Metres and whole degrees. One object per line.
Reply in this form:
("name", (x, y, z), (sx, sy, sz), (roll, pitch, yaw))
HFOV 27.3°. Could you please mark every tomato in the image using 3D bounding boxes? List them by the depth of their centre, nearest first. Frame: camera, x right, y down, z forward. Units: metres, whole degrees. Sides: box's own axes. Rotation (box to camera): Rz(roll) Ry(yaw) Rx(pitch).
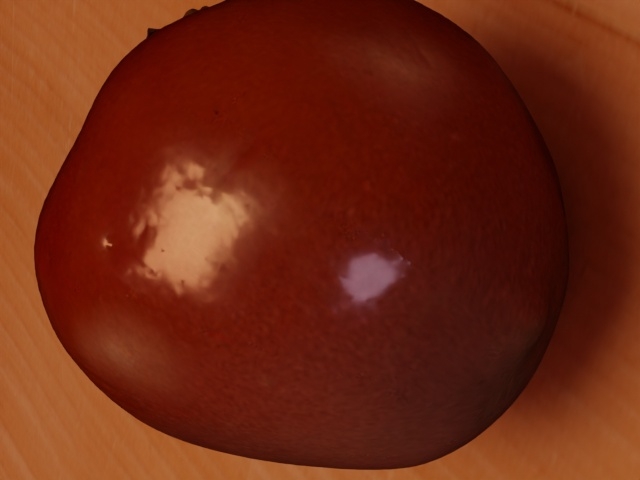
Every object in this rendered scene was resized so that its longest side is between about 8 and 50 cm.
("tomato", (0.000, 0.000, 0.804), (0.321, 0.321, 0.321), (6, 97, 56))
